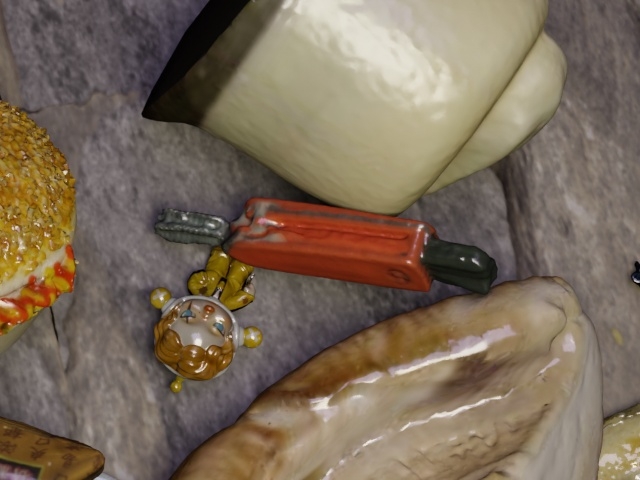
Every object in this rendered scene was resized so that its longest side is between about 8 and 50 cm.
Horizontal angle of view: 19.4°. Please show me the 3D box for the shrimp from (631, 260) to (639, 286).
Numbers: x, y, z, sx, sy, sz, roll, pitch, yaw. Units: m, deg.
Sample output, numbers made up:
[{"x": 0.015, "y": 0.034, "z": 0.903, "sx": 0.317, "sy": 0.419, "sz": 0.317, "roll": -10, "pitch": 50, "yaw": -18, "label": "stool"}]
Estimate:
[{"x": 0.371, "y": 0.121, "z": 1.720, "sx": 0.262, "sy": 0.051, "sz": 0.198, "roll": 44, "pitch": 27, "yaw": 9, "label": "shrimp"}]

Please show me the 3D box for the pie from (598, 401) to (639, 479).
[{"x": 0.334, "y": 0.274, "z": 1.711, "sx": 0.274, "sy": 0.055, "sz": 0.274, "roll": 3, "pitch": 72, "yaw": -9, "label": "pie"}]

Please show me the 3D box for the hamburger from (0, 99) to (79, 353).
[{"x": -0.341, "y": -0.022, "z": 1.583, "sx": 0.276, "sy": 0.179, "sz": 0.294, "roll": -17, "pitch": 56, "yaw": -33, "label": "hamburger"}]

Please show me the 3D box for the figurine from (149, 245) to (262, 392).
[{"x": -0.106, "y": 0.064, "z": 1.698, "sx": 0.101, "sy": 0.068, "sz": 0.143, "roll": 3, "pitch": 60, "yaw": -13, "label": "figurine"}]

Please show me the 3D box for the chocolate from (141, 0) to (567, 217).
[{"x": 0.048, "y": -0.164, "z": 1.689, "sx": 0.297, "sy": 0.326, "sz": 0.314, "roll": 42, "pitch": 67, "yaw": -13, "label": "chocolate"}]

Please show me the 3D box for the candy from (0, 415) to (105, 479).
[{"x": -0.261, "y": 0.285, "z": 1.543, "sx": 0.143, "sy": 0.101, "sz": 0.271, "roll": 13, "pitch": 79, "yaw": 4, "label": "candy"}]

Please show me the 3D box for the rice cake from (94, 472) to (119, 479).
[{"x": -0.229, "y": 0.273, "z": 1.621, "sx": 0.198, "sy": 0.037, "sz": 0.189, "roll": 17, "pitch": 70, "yaw": -4, "label": "rice cake"}]

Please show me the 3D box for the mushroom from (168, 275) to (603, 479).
[{"x": 0.074, "y": 0.194, "z": 1.631, "sx": 0.313, "sy": 0.224, "sz": 0.397, "roll": 9, "pitch": 46, "yaw": 30, "label": "mushroom"}]

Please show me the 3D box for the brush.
[{"x": 0.000, "y": -0.001, "z": 1.661, "sx": 0.323, "sy": 0.070, "sz": 0.051, "roll": 8, "pitch": 69, "yaw": 19, "label": "brush"}]
